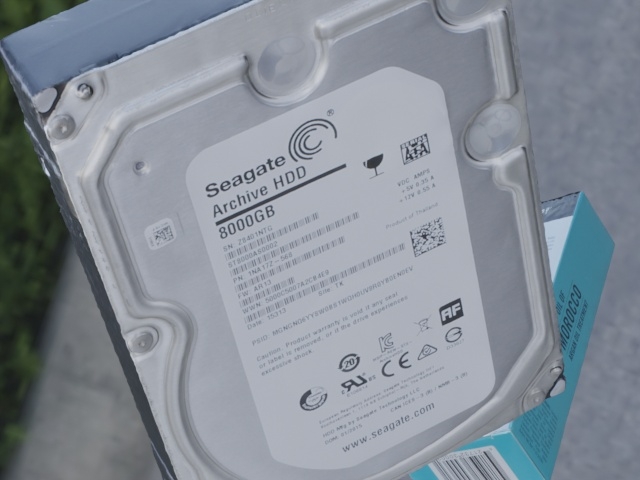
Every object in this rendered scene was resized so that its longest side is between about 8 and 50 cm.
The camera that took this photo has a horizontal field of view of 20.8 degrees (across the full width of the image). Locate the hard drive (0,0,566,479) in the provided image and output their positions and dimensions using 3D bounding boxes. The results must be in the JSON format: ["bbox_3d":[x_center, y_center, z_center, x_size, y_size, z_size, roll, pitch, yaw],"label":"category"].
[{"bbox_3d":[0.000,0.000,0.891,0.064,0.237,0.339,51,161,47],"label":"hard drive"}]

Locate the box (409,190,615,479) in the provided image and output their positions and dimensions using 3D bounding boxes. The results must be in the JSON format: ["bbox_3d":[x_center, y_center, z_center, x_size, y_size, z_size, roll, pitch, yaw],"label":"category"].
[{"bbox_3d":[0.136,0.074,1.261,0.100,0.060,0.244,-15,35,35],"label":"box"}]
